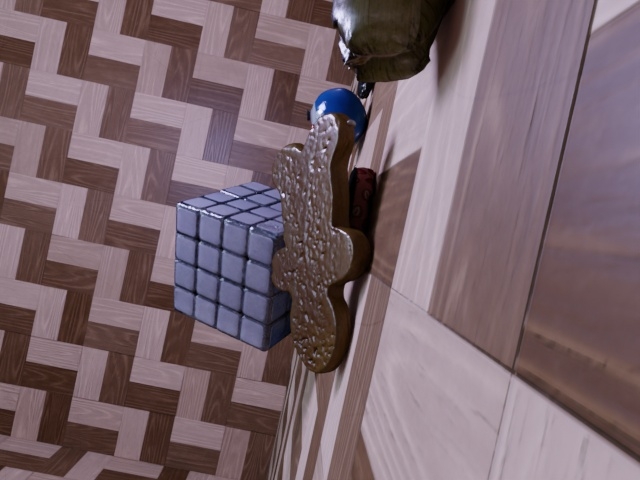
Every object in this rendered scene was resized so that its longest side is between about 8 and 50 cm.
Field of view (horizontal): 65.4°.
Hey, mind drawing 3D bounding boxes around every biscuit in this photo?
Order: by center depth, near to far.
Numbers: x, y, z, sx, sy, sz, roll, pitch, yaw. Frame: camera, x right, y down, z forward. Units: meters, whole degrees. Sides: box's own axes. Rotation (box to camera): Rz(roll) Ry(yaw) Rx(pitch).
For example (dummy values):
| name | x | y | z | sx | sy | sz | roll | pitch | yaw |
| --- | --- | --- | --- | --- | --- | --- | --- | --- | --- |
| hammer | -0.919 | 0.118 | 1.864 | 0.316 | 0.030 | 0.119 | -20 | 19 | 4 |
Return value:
| name | x | y | z | sx | sy | sz | roll | pitch | yaw |
| --- | --- | --- | --- | --- | --- | --- | --- | --- | --- |
| biscuit | -0.001 | 0.014 | 0.889 | 0.283 | 0.064 | 0.431 | -20 | 73 | 55 |

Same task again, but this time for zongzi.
| name | x | y | z | sx | sy | sz | roll | pitch | yaw |
| --- | --- | --- | --- | --- | --- | --- | --- | --- | --- |
| zongzi | 0.101 | -0.293 | 0.659 | 0.300 | 0.145 | 0.273 | 49 | -134 | -72 |

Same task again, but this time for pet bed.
| name | x | y | z | sx | sy | sz | roll | pitch | yaw |
| --- | --- | --- | --- | --- | --- | --- | --- | --- | --- |
| pet bed | 0.061 | -0.047 | 0.963 | 0.201 | 0.054 | 0.201 | -169 | 90 | -87 |

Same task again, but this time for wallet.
| name | x | y | z | sx | sy | sz | roll | pitch | yaw |
| --- | --- | --- | --- | --- | --- | --- | --- | --- | --- |
| wallet | 0.151 | -0.534 | 1.438 | 0.149 | 0.044 | 0.250 | 112 | 171 | -53 |

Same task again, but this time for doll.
| name | x | y | z | sx | sy | sz | roll | pitch | yaw |
| --- | --- | --- | --- | --- | --- | --- | --- | --- | --- |
| doll | 0.052 | -0.345 | 1.440 | 0.257 | 0.161 | 0.215 | 18 | -124 | -81 |

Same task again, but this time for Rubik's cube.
| name | x | y | z | sx | sy | sz | roll | pitch | yaw |
| --- | --- | --- | --- | --- | --- | --- | --- | --- | --- |
| Rubik's cube | -0.181 | 0.052 | 1.425 | 0.337 | 0.344 | 0.344 | -25 | -51 | -57 |

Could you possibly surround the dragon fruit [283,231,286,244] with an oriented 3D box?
| name | x | y | z | sx | sy | sz | roll | pitch | yaw |
| --- | --- | --- | --- | --- | --- | --- | --- | --- | --- |
| dragon fruit | 0.000 | 0.000 | 1.158 | 0.160 | 0.167 | 0.171 | -47 | -48 | -64 |
